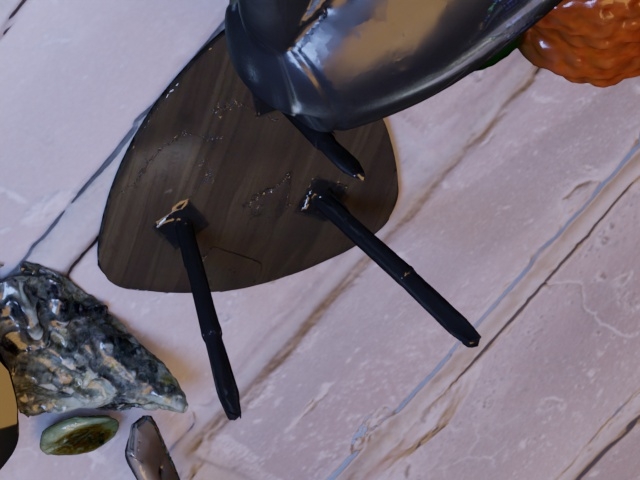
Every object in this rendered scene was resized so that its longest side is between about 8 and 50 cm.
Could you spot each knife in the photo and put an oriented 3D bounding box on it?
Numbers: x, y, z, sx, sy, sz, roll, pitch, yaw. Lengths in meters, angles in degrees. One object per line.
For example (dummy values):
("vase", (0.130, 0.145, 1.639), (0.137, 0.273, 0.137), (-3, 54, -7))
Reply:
("knife", (-0.125, 0.329, 2.006), (0.043, 0.089, 0.365), (-16, 118, 13))

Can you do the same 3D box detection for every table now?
("table", (0.000, 0.000, 1.830), (0.317, 0.249, 0.317), (-15, 129, -19))

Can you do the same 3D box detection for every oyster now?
("oyster", (-0.271, 0.114, 1.890), (0.199, 0.087, 0.252), (-35, 122, -8))

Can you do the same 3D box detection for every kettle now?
("kettle", (0.058, -0.240, 1.569), (0.324, 0.228, 0.321), (-43, 157, -11))

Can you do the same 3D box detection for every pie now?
("pie", (-0.242, 0.193, 1.971), (0.085, 0.017, 0.085), (-19, 157, -8))

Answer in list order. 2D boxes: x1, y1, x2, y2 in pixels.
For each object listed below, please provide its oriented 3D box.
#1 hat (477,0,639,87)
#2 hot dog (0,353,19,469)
("hat", (0.272, -0.220, 1.827), (0.400, 0.285, 0.285), (-27, 132, 5))
("hot dog", (-0.413, 0.203, 1.825), (0.326, 0.107, 0.194), (-19, 107, 3))
